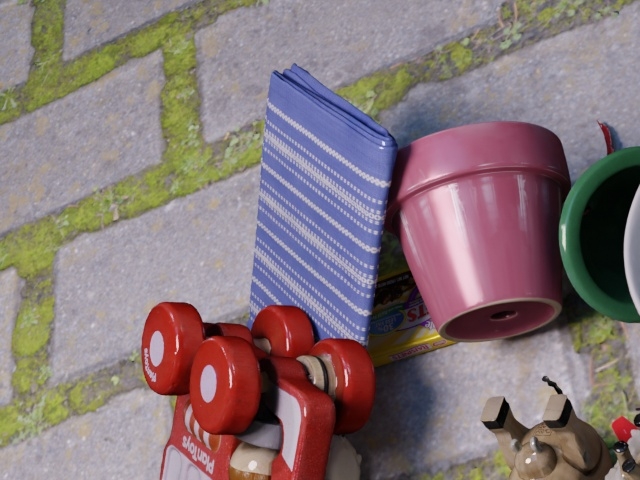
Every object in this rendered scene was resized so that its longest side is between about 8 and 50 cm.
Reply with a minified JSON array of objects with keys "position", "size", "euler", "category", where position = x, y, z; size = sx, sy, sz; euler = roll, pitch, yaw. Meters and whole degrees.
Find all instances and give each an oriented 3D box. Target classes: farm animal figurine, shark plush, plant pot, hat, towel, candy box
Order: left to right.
[{"position":[0.000,0.000,1.612],"size":[0.243,0.040,0.336],"euler":[40,131,50],"category":"towel"},{"position":[0.004,0.246,1.587],"size":[0.067,0.073,0.161],"euler":[-47,42,44],"category":"shark plush"},{"position":[0.127,0.069,1.641],"size":[0.206,0.027,0.105],"euler":[-20,53,21],"category":"candy box"},{"position":[0.167,0.000,1.526],"size":[0.201,0.201,0.180],"euler":[-19,66,23],"category":"plant pot"},{"position":[0.175,0.289,1.372],"size":[0.330,0.172,0.326],"euler":[10,56,48],"category":"farm animal figurine"},{"position":[0.300,-0.011,1.561],"size":[0.208,0.173,0.183],"euler":[-33,9,-17],"category":"hat"}]

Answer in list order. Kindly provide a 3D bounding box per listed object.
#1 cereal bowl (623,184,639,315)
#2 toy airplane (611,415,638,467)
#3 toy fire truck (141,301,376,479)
[{"position":[0.461,0.015,1.372],"size":[0.339,0.141,0.339],"euler":[-18,51,23],"category":"cereal bowl"},{"position":[0.343,0.177,1.418],"size":[0.151,0.028,0.151],"euler":[-17,53,24],"category":"toy airplane"},{"position":[-0.079,0.207,1.553],"size":[0.302,0.169,0.253],"euler":[26,110,58],"category":"toy fire truck"}]
